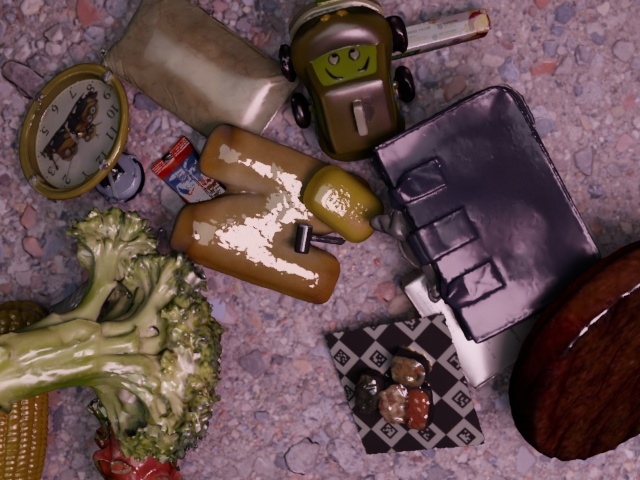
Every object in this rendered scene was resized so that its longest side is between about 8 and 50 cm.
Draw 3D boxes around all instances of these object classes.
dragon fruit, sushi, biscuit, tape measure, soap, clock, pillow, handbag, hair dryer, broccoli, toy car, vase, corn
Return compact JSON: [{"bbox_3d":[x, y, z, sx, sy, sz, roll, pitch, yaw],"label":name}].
[{"bbox_3d":[-0.314,0.343,1.186,0.135,0.137,0.236,-28,91,-2],"label":"dragon fruit"},{"bbox_3d":[0.127,0.250,1.149,0.220,0.047,0.231,-14,100,29],"label":"sushi"},{"bbox_3d":[0.455,0.164,1.067,0.407,0.091,0.407,-16,130,-21],"label":"biscuit"},{"bbox_3d":[-0.344,-0.111,1.199,0.094,0.054,0.091,37,91,11],"label":"tape measure"},{"bbox_3d":[0.039,-0.057,1.131,0.140,0.045,0.089,36,91,-20],"label":"soap"},{"bbox_3d":[-0.396,-0.175,1.173,0.237,0.057,0.237,-7,74,24],"label":"clock"},{"bbox_3d":[-0.200,-0.284,1.173,0.302,0.075,0.185,35,96,-3],"label":"pillow"},{"bbox_3d":[0.225,-0.031,1.052,0.269,0.118,0.325,-27,89,-3],"label":"handbag"},{"bbox_3d":[-0.079,-0.038,1.164,0.291,0.062,0.237,22,93,-15],"label":"biscuit"},{"bbox_3d":[0.000,0.000,1.145,0.083,0.026,0.047,6,100,-21],"label":"hair dryer"},{"bbox_3d":[-0.316,0.192,1.023,0.353,0.397,0.275,35,127,4],"label":"broccoli"},{"bbox_3d":[0.049,-0.228,1.072,0.204,0.198,0.248,-13,123,4],"label":"toy car"},{"bbox_3d":[-0.381,0.084,1.204,0.081,0.081,0.148,40,91,-1],"label":"vase"},{"bbox_3d":[-0.520,0.277,1.195,0.131,0.131,0.344,2,95,2],"label":"corn"}]

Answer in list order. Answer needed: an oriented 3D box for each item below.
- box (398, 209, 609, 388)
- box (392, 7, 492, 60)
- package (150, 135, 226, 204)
[{"bbox_3d":[0.307,0.069,1.161,0.299,0.106,0.200,-35,91,2],"label":"box"},{"bbox_3d":[0.173,-0.333,1.169,0.207,0.050,0.041,-13,91,3],"label":"box"},{"bbox_3d":[-0.195,-0.079,1.212,0.083,0.022,0.200,-43,90,3],"label":"package"}]
